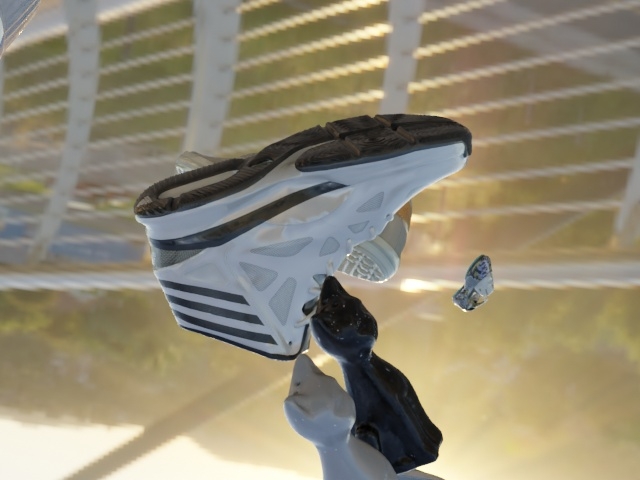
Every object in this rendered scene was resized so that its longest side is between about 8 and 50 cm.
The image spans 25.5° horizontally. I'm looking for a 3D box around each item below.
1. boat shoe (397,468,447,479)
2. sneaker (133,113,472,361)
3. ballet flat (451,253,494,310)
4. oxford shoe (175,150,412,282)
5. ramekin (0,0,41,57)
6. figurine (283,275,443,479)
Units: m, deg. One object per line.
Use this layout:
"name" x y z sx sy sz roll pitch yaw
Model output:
"boat shoe" 0.133 0.346 1.947 0.226 0.083 0.076 24 -169 23
"sneaker" -0.001 0.000 1.842 0.448 0.257 0.169 -17 -158 -11
"ballet flat" 0.195 0.056 1.742 0.041 0.041 0.114 9 151 -6
"oxford shoe" -0.036 -0.060 2.045 0.449 0.130 0.169 19 159 43
"ramekin" -0.356 -0.255 1.317 0.207 0.109 0.207 22 139 20
"figurine" 0.029 0.168 1.328 0.092 0.209 0.215 -15 -155 20
